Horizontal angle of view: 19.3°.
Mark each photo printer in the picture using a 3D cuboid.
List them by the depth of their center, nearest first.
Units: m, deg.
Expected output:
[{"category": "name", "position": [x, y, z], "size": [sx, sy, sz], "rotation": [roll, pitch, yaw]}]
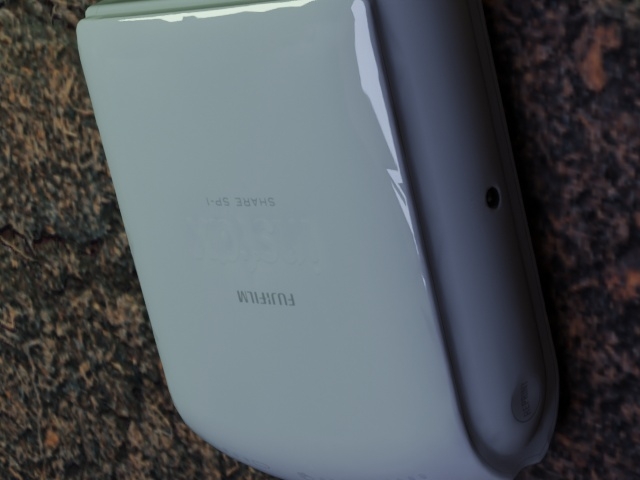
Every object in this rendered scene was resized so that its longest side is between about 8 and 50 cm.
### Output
[{"category": "photo printer", "position": [0.000, 0.000, 1.060], "size": [0.256, 0.107, 0.307], "rotation": [2, 111, 44]}]
